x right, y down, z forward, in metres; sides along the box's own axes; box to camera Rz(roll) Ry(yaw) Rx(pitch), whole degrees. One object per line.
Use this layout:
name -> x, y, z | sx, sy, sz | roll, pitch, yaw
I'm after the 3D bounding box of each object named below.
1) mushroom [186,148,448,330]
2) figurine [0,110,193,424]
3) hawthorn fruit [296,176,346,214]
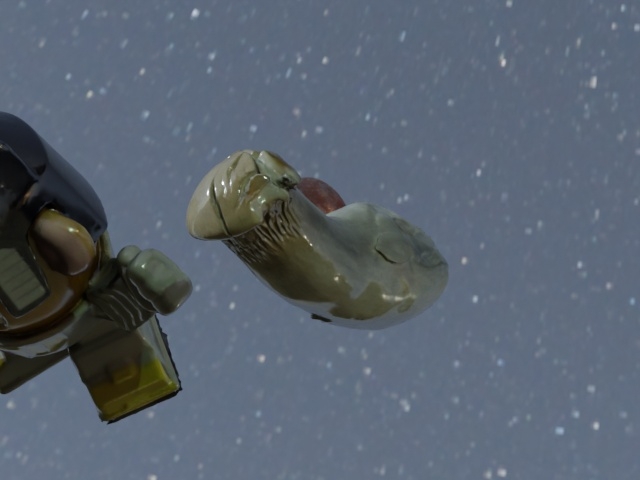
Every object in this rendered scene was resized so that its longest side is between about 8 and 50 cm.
mushroom -> -0.001, 0.004, 0.929 | 0.081, 0.092, 0.223 | 5, -9, 37
figurine -> -0.224, 0.011, 1.044 | 0.308, 0.143, 0.308 | 4, -36, 3
hawthorn fruit -> 0.002, -0.007, 1.176 | 0.103, 0.067, 0.067 | 36, -41, 25
